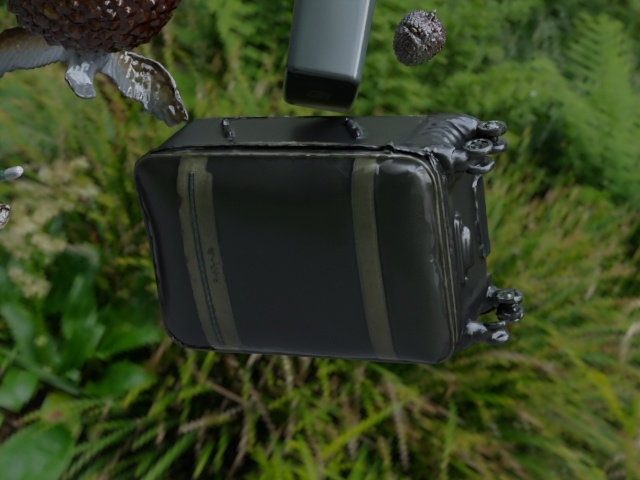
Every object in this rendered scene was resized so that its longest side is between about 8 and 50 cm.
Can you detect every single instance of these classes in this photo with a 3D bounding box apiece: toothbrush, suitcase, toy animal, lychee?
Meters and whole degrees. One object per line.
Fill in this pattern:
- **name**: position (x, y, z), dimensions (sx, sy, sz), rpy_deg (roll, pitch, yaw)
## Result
- **toothbrush**: position (-0.515, -0.083, 2.004), dimensions (0.024, 0.257, 0.018), rpy_deg (53, 48, -29)
- **suitcase**: position (0.000, 0.000, 1.575), dimensions (0.434, 0.283, 0.194), rpy_deg (3, 26, 24)
- **toy animal**: position (-0.273, -0.253, 1.724), dimensions (0.272, 0.197, 0.160), rpy_deg (18, 1, -12)
- **lychee**: position (-0.228, -0.274, 1.352), dimensions (0.188, 0.188, 0.188), rpy_deg (25, 18, -9)
- **lychee**: position (0.130, -0.265, 1.795), dimensions (0.067, 0.083, 0.068), rpy_deg (34, 18, -17)

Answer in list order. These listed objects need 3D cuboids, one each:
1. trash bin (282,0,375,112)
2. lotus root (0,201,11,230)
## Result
- **trash bin**: position (0.017, -0.275, 1.527), dimensions (0.101, 0.236, 0.177), rpy_deg (10, -8, -3)
- **lotus root**: position (-0.362, -0.051, 1.283), dimensions (0.152, 0.063, 0.072), rpy_deg (17, 55, -6)
